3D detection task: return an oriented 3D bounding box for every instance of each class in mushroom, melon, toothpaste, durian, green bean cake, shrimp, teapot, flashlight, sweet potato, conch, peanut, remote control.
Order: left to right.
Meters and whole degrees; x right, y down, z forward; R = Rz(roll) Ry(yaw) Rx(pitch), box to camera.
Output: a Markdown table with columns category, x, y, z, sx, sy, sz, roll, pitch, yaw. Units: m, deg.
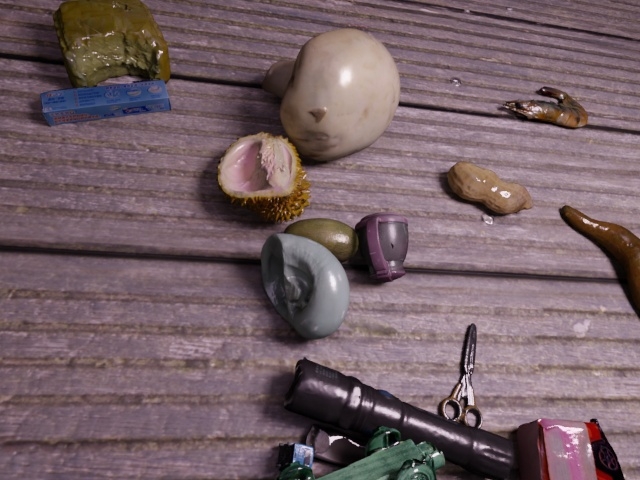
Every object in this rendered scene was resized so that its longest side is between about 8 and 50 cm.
| category | x | y | z | sx | sy | sz | roll | pitch | yaw |
| --- | --- | --- | --- | --- | --- | --- | --- | --- | --- |
| toothpaste | -0.503 | -0.329 | 1.010 | 0.273 | 0.053 | 0.066 | -14 | 70 | -19 |
| green bean cake | -0.513 | -0.484 | 1.048 | 0.236 | 0.124 | 0.232 | -19 | 68 | -21 |
| durian | -0.120 | -0.132 | 0.937 | 0.183 | 0.138 | 0.249 | -29 | 58 | 9 |
| conch | -0.034 | 0.085 | 0.829 | 0.121 | 0.185 | 0.221 | -7 | 69 | -63 |
| melon | 0.000 | 0.000 | 0.906 | 0.162 | 0.099 | 0.099 | 7 | 61 | -2 |
| mushroom | 0.006 | -0.366 | 1.027 | 0.314 | 0.314 | 0.336 | -36 | 53 | -26 |
| remote control | 0.076 | 0.383 | 0.756 | 0.212 | 0.028 | 0.059 | 17 | 61 | -2 |
| teapot | 0.141 | 0.014 | 0.907 | 0.116 | 0.148 | 0.145 | -3 | 76 | -9 |
| flashlight | 0.144 | 0.323 | 0.759 | 0.424 | 0.103 | 0.103 | 20 | 60 | -1 |
| peanut | 0.430 | -0.129 | 1.072 | 0.228 | 0.085 | 0.104 | 25 | 50 | 1 |
| shrimp | 0.686 | -0.423 | 1.304 | 0.296 | 0.058 | 0.169 | 8 | 54 | -11 |
| sweet potato | 0.751 | 0.031 | 1.056 | 0.109 | 0.079 | 0.346 | -24 | 66 | -9 |

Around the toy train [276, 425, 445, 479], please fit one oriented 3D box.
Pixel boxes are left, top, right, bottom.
| category | x | y | z | sx | sy | sz | roll | pitch | yaw |
| --- | --- | --- | --- | --- | --- | --- | --- | --- | --- |
| toy train | 0.062 | 0.423 | 0.646 | 0.301 | 0.120 | 0.202 | -15 | 100 | -19 |

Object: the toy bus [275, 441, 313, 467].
| category | x | y | z | sx | sy | sz | roll | pitch | yaw |
| --- | --- | --- | --- | --- | --- | --- | --- | --- | --- |
| toy bus | -0.044 | 0.363 | 0.713 | 0.046 | 0.083 | 0.038 | 17 | 59 | -16 |

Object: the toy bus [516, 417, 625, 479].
| category | x | y | z | sx | sy | sz | roll | pitch | yaw |
| --- | --- | --- | --- | --- | --- | --- | --- | --- | --- |
| toy bus | 0.434 | 0.468 | 0.731 | 0.147 | 0.127 | 0.302 | 9 | 62 | -1 |

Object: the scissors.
| category | x | y | z | sx | sy | sz | roll | pitch | yaw |
| --- | --- | --- | --- | --- | --- | --- | --- | --- | --- |
| scissors | 0.301 | 0.271 | 0.870 | 0.088 | 0.017 | 0.220 | 21 | 59 | 1 |
